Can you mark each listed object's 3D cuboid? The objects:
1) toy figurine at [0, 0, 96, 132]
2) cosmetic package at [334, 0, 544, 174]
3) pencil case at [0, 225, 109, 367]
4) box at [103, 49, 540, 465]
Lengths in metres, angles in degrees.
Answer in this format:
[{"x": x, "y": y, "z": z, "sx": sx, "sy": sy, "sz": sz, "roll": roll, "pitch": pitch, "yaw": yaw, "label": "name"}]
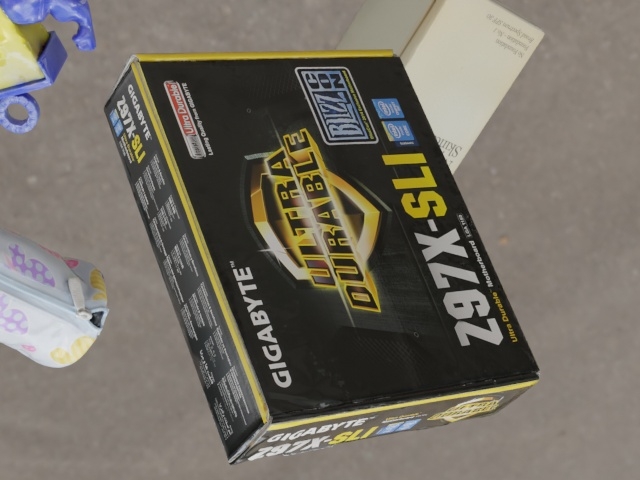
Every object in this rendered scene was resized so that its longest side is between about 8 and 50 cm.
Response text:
[{"x": -0.320, "y": -0.158, "z": 1.290, "sx": 0.362, "sy": 0.191, "sz": 0.217, "roll": -17, "pitch": 127, "yaw": 12, "label": "toy figurine"}, {"x": 0.080, "y": -0.139, "z": 1.653, "sx": 0.160, "sy": 0.113, "sz": 0.309, "roll": 18, "pitch": 109, "yaw": -43, "label": "cosmetic package"}, {"x": -0.333, "y": 0.033, "z": 1.481, "sx": 0.273, "sy": 0.124, "sz": 0.113, "roll": 28, "pitch": 90, "yaw": -40, "label": "pencil case"}, {"x": 0.000, "y": 0.000, "z": 1.218, "sx": 0.257, "sy": 0.322, "sz": 0.079, "roll": -4, "pitch": 151, "yaw": -35, "label": "box"}]
